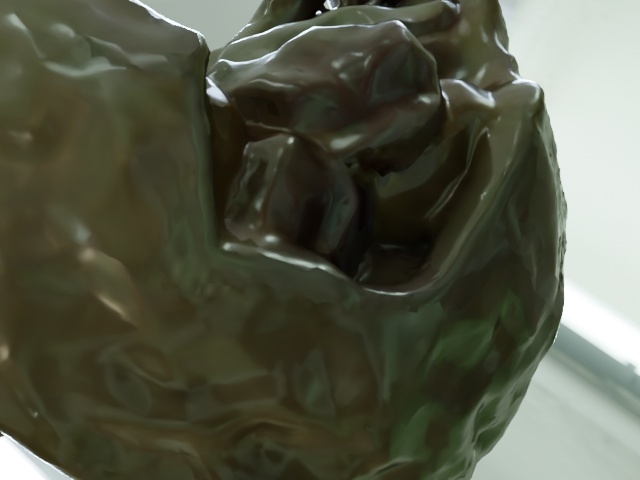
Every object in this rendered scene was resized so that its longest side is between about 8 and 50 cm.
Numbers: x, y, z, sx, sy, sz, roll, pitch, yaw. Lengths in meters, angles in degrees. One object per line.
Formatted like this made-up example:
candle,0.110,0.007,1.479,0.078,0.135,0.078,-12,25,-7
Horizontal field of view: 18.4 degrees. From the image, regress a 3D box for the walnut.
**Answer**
walnut,-0.003,0.012,0.565,0.238,0.141,0.204,-25,-56,-52
